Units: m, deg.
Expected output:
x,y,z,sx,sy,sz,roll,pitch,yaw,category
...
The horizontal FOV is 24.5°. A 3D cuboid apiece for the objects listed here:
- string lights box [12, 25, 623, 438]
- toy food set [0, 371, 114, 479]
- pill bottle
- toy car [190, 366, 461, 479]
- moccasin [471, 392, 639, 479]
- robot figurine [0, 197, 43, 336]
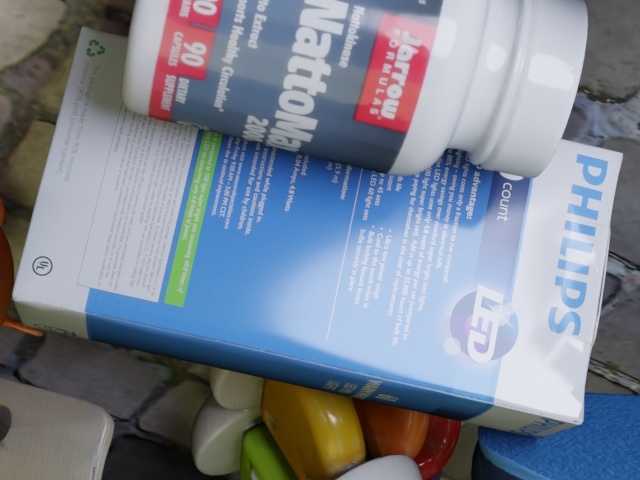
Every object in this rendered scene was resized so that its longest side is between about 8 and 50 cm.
x,y,z,sx,sy,sz,roll,pitch,yaw,category
0.000,0.000,0.693,0.259,0.133,0.077,13,165,-4,string lights box
-0.138,0.178,0.956,0.220,0.092,0.306,8,150,37,toy food set
0.014,-0.086,0.621,0.180,0.108,0.108,13,140,-5,pill bottle
0.014,0.123,0.863,0.136,0.159,0.182,-18,147,-27,toy car
0.231,0.169,0.703,0.342,0.138,0.117,15,118,24,moccasin
-0.249,0.001,0.761,0.158,0.128,0.219,-49,123,-3,robot figurine
